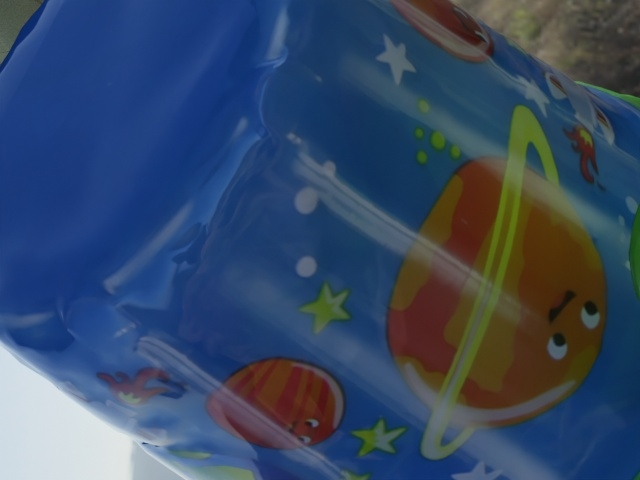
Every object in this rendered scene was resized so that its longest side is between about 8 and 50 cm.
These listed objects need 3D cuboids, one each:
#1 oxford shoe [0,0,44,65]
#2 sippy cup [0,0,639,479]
[{"bbox_3d":[-0.249,-0.159,0.825,0.140,0.397,0.146,-39,42,16],"label":"oxford shoe"},{"bbox_3d":[0.000,0.000,0.472,0.305,0.224,0.240,-33,44,26],"label":"sippy cup"}]
